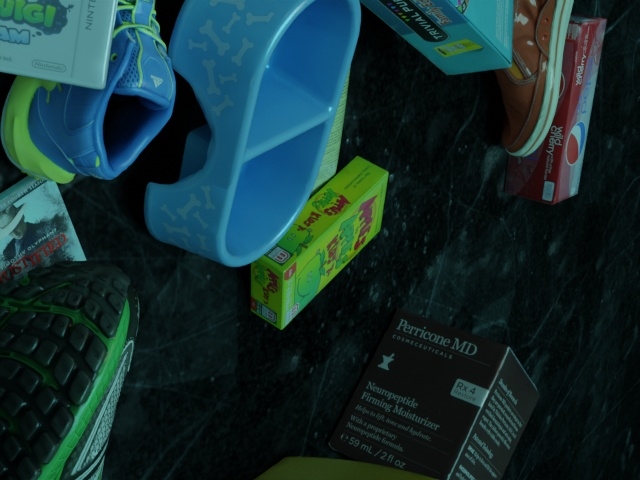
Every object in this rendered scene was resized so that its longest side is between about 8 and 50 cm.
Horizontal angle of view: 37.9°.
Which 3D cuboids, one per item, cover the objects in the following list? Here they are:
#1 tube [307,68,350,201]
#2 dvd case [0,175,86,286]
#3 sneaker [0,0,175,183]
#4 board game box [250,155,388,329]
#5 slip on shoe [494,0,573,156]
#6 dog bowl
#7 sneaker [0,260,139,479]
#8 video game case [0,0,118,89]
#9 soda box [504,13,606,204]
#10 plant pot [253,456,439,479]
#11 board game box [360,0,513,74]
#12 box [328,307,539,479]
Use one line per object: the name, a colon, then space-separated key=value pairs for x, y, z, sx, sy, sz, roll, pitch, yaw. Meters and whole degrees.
tube: x=-0.003 y=-0.149 z=0.917 sx=0.070 sy=0.062 sz=0.240 roll=-4 pitch=116 yaw=-17
dvd case: x=-0.223 y=0.015 z=0.716 sx=0.087 sy=0.013 sz=0.119 roll=-42 pitch=135 yaw=-36
sneaker: x=-0.136 y=-0.148 z=0.663 sx=0.091 sy=0.126 sz=0.240 roll=16 pitch=92 yaw=-56
board game box: x=0.000 y=0.000 z=0.974 sx=0.181 sy=0.043 sz=0.092 roll=-44 pitch=153 yaw=-35
slip on shoe: x=0.256 y=-0.248 z=1.201 sx=0.331 sy=0.101 sz=0.123 roll=85 pitch=1 yaw=-46
dog bowl: x=-0.052 y=-0.102 z=0.767 sx=0.166 sy=0.074 sz=0.297 roll=-33 pitch=149 yaw=-47
sneaker: x=-0.223 y=0.173 z=0.709 sx=0.146 sy=0.134 sz=0.343 roll=13 pitch=103 yaw=-62
video game case: x=-0.201 y=-0.177 z=0.569 sx=0.157 sy=0.019 sz=0.143 roll=9 pitch=100 yaw=-12
soda box: x=0.337 y=-0.191 z=1.343 sx=0.092 sy=0.083 sz=0.263 roll=-20 pitch=122 yaw=-49
plant pot: x=-0.010 y=0.358 z=1.016 sx=0.212 sy=0.187 sz=0.212 roll=-26 pitch=125 yaw=-47
board game box: x=0.089 y=-0.336 z=0.877 sx=0.336 sy=0.079 sz=0.253 roll=21 pitch=70 yaw=-55
box: x=0.149 y=0.228 z=1.195 sx=0.203 sy=0.168 sz=0.167 roll=-62 pitch=144 yaw=-16
